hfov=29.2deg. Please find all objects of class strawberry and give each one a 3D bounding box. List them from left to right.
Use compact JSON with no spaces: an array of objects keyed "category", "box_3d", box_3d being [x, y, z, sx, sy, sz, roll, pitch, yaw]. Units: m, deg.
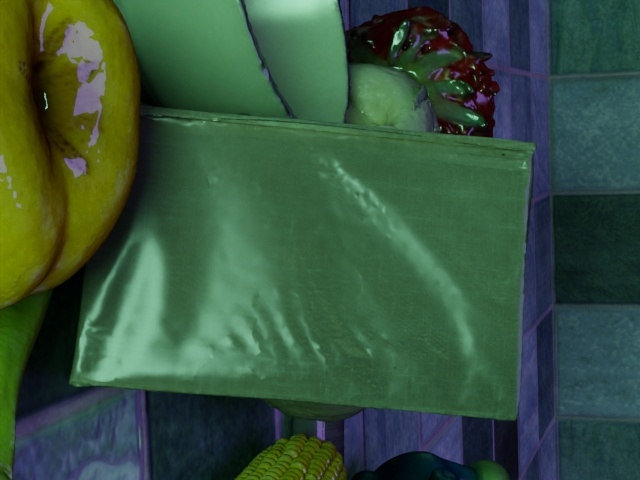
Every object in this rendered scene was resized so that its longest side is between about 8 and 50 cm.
[{"category":"strawberry","box_3d":[0.082,-0.109,1.152,0.184,0.187,0.201,-47,165,-14]}]

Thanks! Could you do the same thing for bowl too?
[{"category":"bowl","box_3d":[-0.066,-0.149,0.760,0.211,0.112,0.212,-10,90,-72]}]

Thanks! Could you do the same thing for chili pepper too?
[{"category":"chili pepper","box_3d":[-0.156,0.039,0.601,0.050,0.051,0.202,117,-18,-55]}]

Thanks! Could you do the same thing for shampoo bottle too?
[{"category":"shampoo bottle","box_3d":[-0.002,0.196,1.086,0.080,0.040,0.165,10,81,-73]}]

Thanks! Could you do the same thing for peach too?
[{"category":"peach","box_3d":[-0.148,-0.055,0.535,0.179,0.103,0.179,29,57,-59]}]

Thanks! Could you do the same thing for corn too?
[{"category":"corn","box_3d":[-0.044,0.212,0.895,0.248,0.081,0.081,-39,126,-67]}]

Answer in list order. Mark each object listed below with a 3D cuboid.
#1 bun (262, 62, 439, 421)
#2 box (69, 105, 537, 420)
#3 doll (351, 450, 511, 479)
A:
[{"category":"bun","box_3d":[0.001,-0.002,0.916,0.273,0.168,0.273,11,90,-79]},{"category":"box","box_3d":[-0.013,0.017,0.698,0.155,0.231,0.149,136,-41,-81]},{"category":"doll","box_3d":[0.090,0.316,1.150,0.322,0.186,0.199,-88,-156,-73]}]
